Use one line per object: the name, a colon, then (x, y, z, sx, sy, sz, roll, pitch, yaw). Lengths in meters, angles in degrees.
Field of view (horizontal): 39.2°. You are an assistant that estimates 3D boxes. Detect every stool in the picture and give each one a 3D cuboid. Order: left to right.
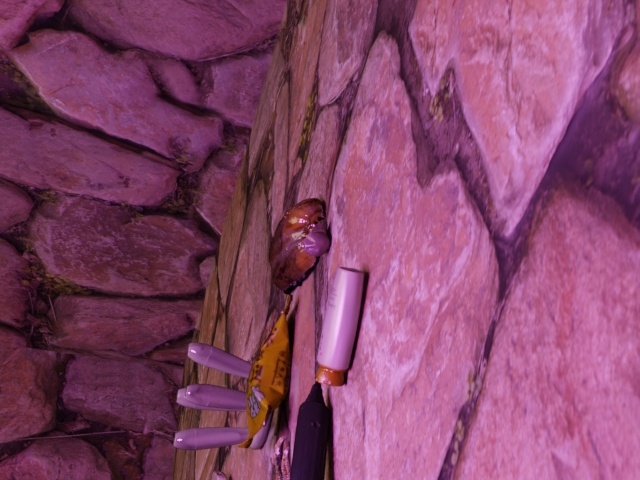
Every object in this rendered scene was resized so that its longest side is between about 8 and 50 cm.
stool: (-0.214, 0.353, 1.990, 0.195, 0.198, 0.195, -96, 19, -57)

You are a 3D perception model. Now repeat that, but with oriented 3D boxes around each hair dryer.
hair dryer: (-0.021, 0.370, 1.378, 0.352, 0.107, 0.189, -82, 7, -48)

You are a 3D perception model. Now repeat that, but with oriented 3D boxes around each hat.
hat: (0.003, 0.000, 1.676, 0.087, 0.042, 0.058, -35, -30, -56)

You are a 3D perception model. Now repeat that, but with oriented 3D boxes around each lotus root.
lotus root: (-0.069, 0.014, 1.884, 0.329, 0.078, 0.167, 127, 153, -64)

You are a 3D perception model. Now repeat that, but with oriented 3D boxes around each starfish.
starfish: (-0.049, 0.434, 1.502, 0.213, 0.056, 0.238, -107, 21, -43)

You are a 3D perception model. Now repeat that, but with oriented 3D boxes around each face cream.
face cream: (0.030, 0.133, 1.386, 0.072, 0.051, 0.182, -146, 66, -73)

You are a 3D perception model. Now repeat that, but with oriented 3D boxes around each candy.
candy: (-0.103, 0.273, 1.835, 0.187, 0.081, 0.297, 118, 169, -55)

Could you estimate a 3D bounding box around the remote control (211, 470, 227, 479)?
remote control: (-0.269, 0.711, 2.294, 0.090, 0.049, 0.230, 175, 105, -78)
